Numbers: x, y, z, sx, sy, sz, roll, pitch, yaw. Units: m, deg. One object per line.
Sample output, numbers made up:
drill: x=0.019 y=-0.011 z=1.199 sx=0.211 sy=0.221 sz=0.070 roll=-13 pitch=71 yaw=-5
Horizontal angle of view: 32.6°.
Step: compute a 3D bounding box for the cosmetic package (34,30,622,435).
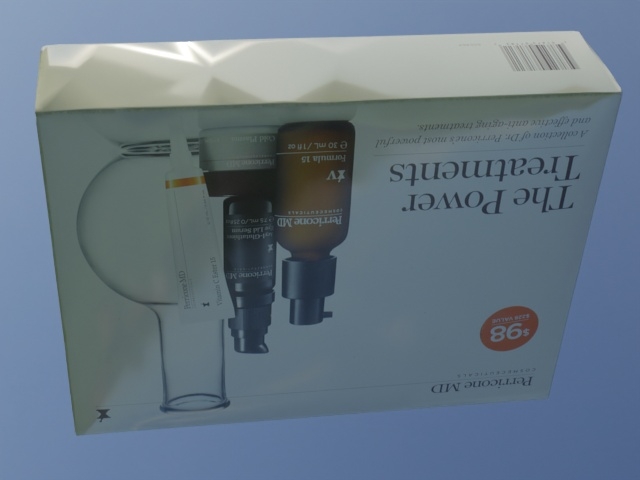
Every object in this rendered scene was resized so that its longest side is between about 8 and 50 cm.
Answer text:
cosmetic package: x=0.000 y=0.000 z=0.794 sx=0.097 sy=0.377 sz=0.284 roll=-103 pitch=-167 yaw=-50
